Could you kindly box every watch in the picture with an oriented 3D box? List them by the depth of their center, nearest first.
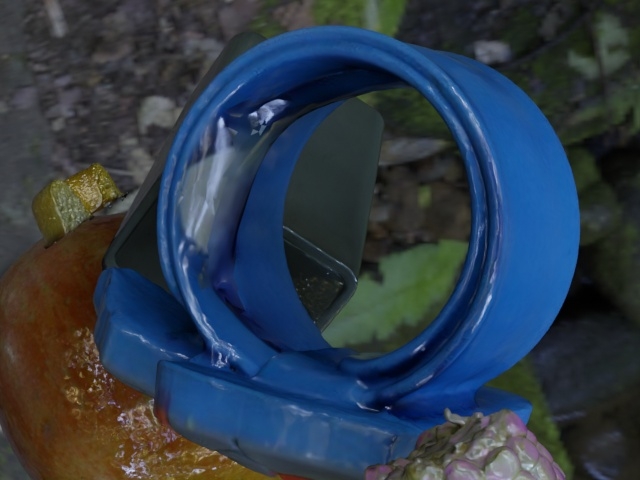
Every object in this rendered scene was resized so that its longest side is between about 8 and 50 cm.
[{"bbox_3d":[0.000,0.000,1.088,0.241,0.305,0.274,-1,107,-62],"label":"watch"}]

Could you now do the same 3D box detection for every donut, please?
[{"bbox_3d":[-0.169,-0.029,1.192,0.083,0.067,0.038,-37,93,-29],"label":"donut"}]

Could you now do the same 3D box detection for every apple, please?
[{"bbox_3d":[-0.139,0.128,1.515,0.302,0.301,0.301,-1,91,-24],"label":"apple"}]

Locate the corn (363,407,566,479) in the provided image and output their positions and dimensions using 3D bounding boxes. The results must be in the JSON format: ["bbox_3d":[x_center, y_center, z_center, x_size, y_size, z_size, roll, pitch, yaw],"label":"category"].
[{"bbox_3d":[0.146,0.233,0.917,0.126,0.126,0.335,-41,99,-18],"label":"corn"}]

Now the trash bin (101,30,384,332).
[{"bbox_3d":[-0.045,-0.038,1.321,0.164,0.122,0.240,33,33,-10],"label":"trash bin"}]
